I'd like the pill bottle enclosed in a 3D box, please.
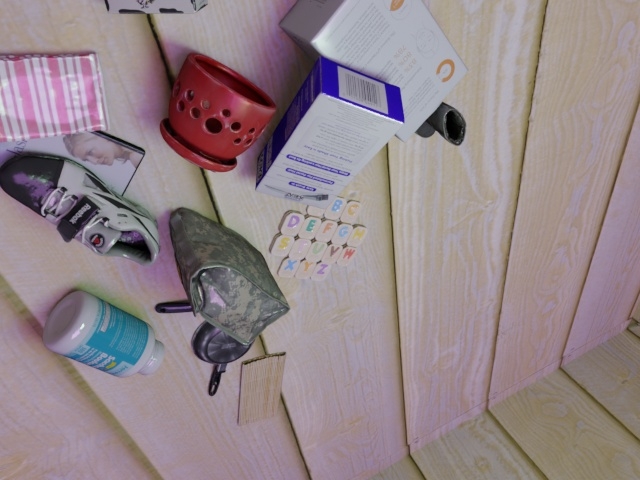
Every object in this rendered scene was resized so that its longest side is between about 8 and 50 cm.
[{"bbox_3d":[-0.502,0.236,1.166,0.146,0.146,0.264,-43,133,4],"label":"pill bottle"}]

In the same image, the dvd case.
[{"bbox_3d":[-0.503,-0.152,0.962,0.253,0.022,0.180,22,110,-40],"label":"dvd case"}]

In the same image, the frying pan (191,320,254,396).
[{"bbox_3d":[-0.308,0.340,1.432,0.197,0.053,0.326,25,105,-40],"label":"frying pan"}]

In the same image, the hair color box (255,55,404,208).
[{"bbox_3d":[0.005,-0.208,1.039,0.185,0.110,0.339,14,146,-24],"label":"hair color box"}]

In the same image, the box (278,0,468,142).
[{"bbox_3d":[0.121,-0.411,1.043,0.215,0.168,0.345,-49,132,9],"label":"box"}]

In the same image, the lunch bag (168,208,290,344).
[{"bbox_3d":[-0.237,0.075,1.142,0.169,0.235,0.287,-40,134,5],"label":"lunch bag"}]

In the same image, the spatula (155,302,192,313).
[{"bbox_3d":[-0.292,0.171,1.322,0.297,0.030,0.084,-3,123,-29],"label":"spatula"}]

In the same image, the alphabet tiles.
[{"bbox_3d":[0.000,0.000,1.377,0.284,0.021,0.277,10,117,-35],"label":"alphabet tiles"}]

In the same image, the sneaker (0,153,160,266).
[{"bbox_3d":[-0.451,-0.050,0.957,0.331,0.146,0.122,31,105,-41],"label":"sneaker"}]

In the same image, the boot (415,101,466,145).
[{"bbox_3d":[0.290,-0.290,1.204,0.076,0.208,0.189,-43,134,2],"label":"boot"}]

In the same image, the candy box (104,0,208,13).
[{"bbox_3d":[-0.280,-0.487,0.765,0.159,0.071,0.233,4,127,7],"label":"candy box"}]

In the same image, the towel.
[{"bbox_3d":[-0.485,-0.254,0.869,0.197,0.029,0.144,-15,122,-28],"label":"towel"}]

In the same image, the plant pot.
[{"bbox_3d":[-0.209,-0.242,0.958,0.191,0.191,0.174,20,114,-39],"label":"plant pot"}]

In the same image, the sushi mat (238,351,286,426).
[{"bbox_3d":[-0.197,0.501,1.634,0.152,0.019,0.316,-8,127,-25],"label":"sushi mat"}]
